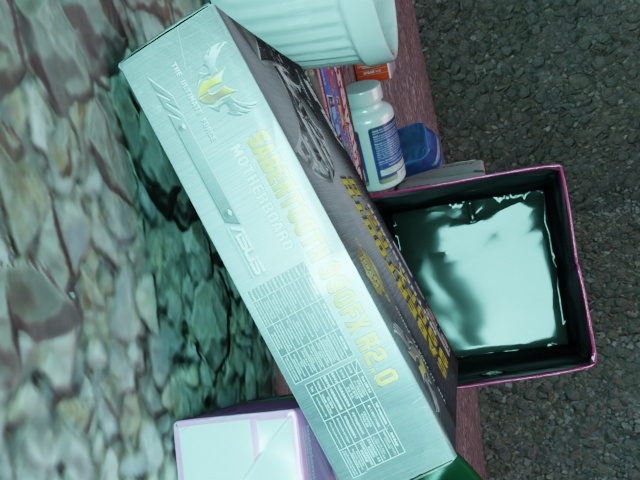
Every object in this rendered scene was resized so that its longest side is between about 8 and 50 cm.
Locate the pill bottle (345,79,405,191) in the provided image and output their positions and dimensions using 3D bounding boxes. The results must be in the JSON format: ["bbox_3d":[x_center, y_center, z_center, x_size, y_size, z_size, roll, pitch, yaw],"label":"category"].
[{"bbox_3d":[0.058,-0.124,0.887,0.067,0.067,0.120,-76,154,-59],"label":"pill bottle"}]

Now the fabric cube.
[{"bbox_3d":[0.216,0.054,1.044,0.258,0.253,0.259,13,68,-78],"label":"fabric cube"}]

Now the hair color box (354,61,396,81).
[{"bbox_3d":[0.067,-0.320,1.087,0.093,0.053,0.167,-65,145,-65],"label":"hair color box"}]

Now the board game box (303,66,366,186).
[{"bbox_3d":[0.010,-0.124,0.772,0.145,0.027,0.282,-68,147,-68],"label":"board game box"}]

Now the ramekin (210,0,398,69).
[{"bbox_3d":[-0.016,-0.220,0.539,0.207,0.108,0.207,-9,90,-77],"label":"ramekin"}]

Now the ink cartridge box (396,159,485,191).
[{"bbox_3d":[0.220,-0.067,1.339,0.219,0.160,0.093,-61,141,-69],"label":"ink cartridge box"}]

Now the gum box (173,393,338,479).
[{"bbox_3d":[-0.015,0.177,0.379,0.107,0.062,0.189,23,59,-74],"label":"gum box"}]

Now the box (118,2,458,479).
[{"bbox_3d":[0.000,0.000,0.418,0.231,0.056,0.183,62,11,2],"label":"box"}]

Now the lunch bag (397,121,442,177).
[{"bbox_3d":[0.142,-0.139,1.201,0.065,0.098,0.067,23,59,-53],"label":"lunch bag"}]

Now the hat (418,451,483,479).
[{"bbox_3d":[0.063,0.290,0.731,0.208,0.184,0.173,37,13,-5],"label":"hat"}]
